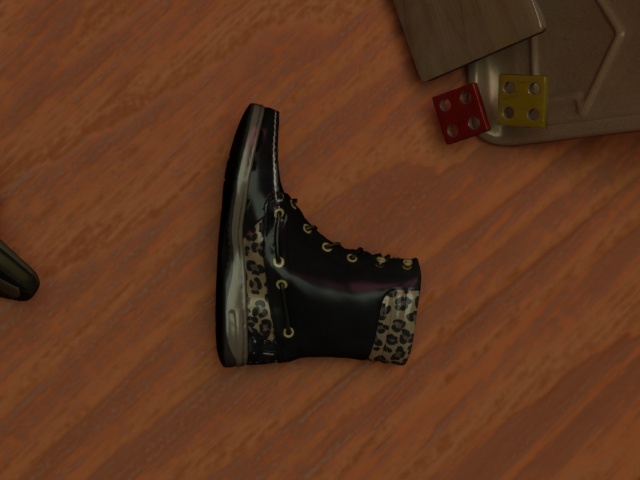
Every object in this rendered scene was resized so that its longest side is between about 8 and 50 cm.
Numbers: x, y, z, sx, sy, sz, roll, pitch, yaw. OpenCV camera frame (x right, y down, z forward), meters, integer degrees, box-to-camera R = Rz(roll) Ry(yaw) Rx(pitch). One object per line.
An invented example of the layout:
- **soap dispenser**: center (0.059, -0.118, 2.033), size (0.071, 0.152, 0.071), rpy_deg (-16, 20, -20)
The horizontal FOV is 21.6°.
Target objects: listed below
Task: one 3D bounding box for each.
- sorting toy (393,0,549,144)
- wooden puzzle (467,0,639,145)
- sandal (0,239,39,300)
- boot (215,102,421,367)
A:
- **sorting toy**: center (0.137, -0.221, 1.524), size (0.132, 0.046, 0.274), rpy_deg (-21, 85, 34)
- **wooden puzzle**: center (0.296, -0.256, 1.496), size (0.348, 0.080, 0.322), rpy_deg (-4, 85, 36)
- **sandal**: center (-0.341, -0.073, 1.458), size (0.086, 0.120, 0.303), rpy_deg (-39, 90, -22)
- **boot**: center (0.000, 0.001, 1.504), size (0.179, 0.085, 0.236), rpy_deg (4, 91, -8)
